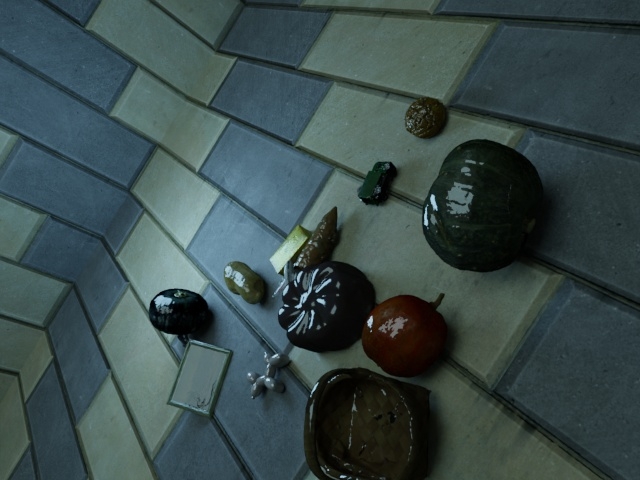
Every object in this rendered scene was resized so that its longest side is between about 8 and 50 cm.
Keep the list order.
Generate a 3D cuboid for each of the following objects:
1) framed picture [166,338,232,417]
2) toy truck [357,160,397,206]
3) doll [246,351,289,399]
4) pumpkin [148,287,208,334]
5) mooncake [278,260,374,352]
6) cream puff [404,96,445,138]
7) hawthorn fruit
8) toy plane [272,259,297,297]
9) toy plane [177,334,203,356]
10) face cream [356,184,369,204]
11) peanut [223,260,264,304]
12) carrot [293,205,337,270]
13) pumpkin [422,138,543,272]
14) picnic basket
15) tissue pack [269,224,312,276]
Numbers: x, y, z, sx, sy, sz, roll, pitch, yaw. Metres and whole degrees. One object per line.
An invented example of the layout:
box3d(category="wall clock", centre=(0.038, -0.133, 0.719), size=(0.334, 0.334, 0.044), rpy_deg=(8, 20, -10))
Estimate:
box3d(category="framed picture", centre=(-0.451, 0.507, 2.055), size=(0.197, 0.014, 0.252), rpy_deg=(10, 73, 21))
box3d(category="toy truck", centre=(0.194, -0.191, 1.835), size=(0.079, 0.065, 0.147), rpy_deg=(17, 77, 36))
box3d(category="doll", centre=(-0.181, 0.450, 1.841), size=(0.160, 0.059, 0.160), rpy_deg=(-9, 61, 43))
box3d(category="pumpkin", centre=(-0.568, 0.283, 2.224), size=(0.233, 0.233, 0.162), rpy_deg=(21, 111, 50))
box3d(category="mooncake", centre=(0.011, 0.204, 1.722), size=(0.306, 0.154, 0.305), rpy_deg=(-25, 53, 37))
box3d(category="cream puff", centre=(0.333, -0.399, 1.793), size=(0.126, 0.103, 0.143), rpy_deg=(-3, 71, 45))
box3d(category="hawthorn fruit", centre=(0.231, 0.229, 1.437), size=(0.253, 0.205, 0.205), rpy_deg=(-54, 40, 11))
box3d(category="toy plane", centre=(-0.103, 0.153, 1.934), size=(0.162, 0.066, 0.171), rpy_deg=(-16, 61, 40))
box3d(category="toy plane", centre=(-0.517, 0.411, 2.203), size=(0.053, 0.078, 0.197), rpy_deg=(-56, 41, 6))
box3d(category="face cream", centre=(0.149, -0.153, 1.898), size=(0.040, 0.021, 0.083), rpy_deg=(-38, 44, 24))
box3d(category="peanut", centre=(-0.288, 0.163, 2.100), size=(0.120, 0.110, 0.236), rpy_deg=(-40, 46, -10))
box3d(category="carrot", centre=(0.000, 0.000, 1.905), size=(0.102, 0.102, 0.262), rpy_deg=(13, 75, 49))
box3d(category="pumpkin", centre=(0.404, -0.079, 1.382), size=(0.258, 0.292, 0.327), rpy_deg=(20, 91, 30))
box3d(category="picnic basket", centre=(0.075, 0.457, 1.350), size=(0.337, 0.337, 0.292), rpy_deg=(-9, 69, 43))
box3d(category="tissue pack", centre=(-0.099, 0.040, 2.007), size=(0.176, 0.062, 0.095), rpy_deg=(-49, 40, 11))
